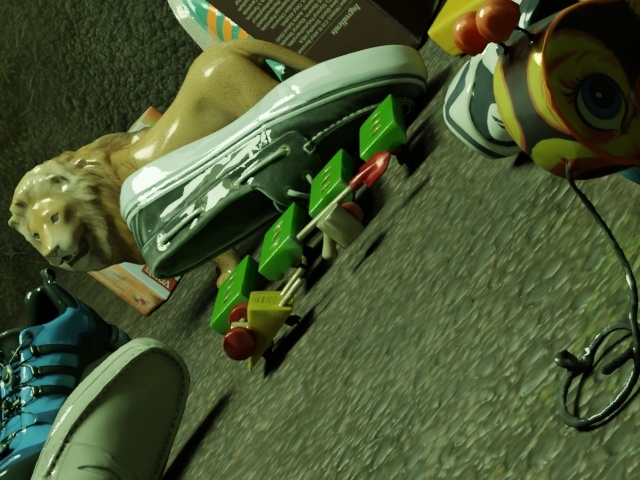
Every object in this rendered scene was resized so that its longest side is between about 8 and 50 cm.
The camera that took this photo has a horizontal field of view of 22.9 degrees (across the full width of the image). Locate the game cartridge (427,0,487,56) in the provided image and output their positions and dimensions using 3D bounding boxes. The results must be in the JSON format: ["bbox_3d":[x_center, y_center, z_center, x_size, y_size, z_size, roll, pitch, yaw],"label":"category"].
[{"bbox_3d":[0.247,-0.328,1.409,0.324,0.052,0.285,-59,14,-19],"label":"game cartridge"}]

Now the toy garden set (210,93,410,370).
[{"bbox_3d":[0.000,0.000,1.363,0.244,0.049,0.204,-48,11,14],"label":"toy garden set"}]

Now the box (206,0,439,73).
[{"bbox_3d":[-0.054,-0.337,1.735,0.143,0.381,0.191,-46,12,36],"label":"box"}]

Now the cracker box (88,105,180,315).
[{"bbox_3d":[-0.222,-0.039,2.031,0.067,0.155,0.232,-38,18,50],"label":"cracker box"}]

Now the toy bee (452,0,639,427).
[{"bbox_3d":[0.156,-0.089,0.764,0.195,0.162,0.298,-35,20,48],"label":"toy bee"}]

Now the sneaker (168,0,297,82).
[{"bbox_3d":[-0.077,-0.256,1.910,0.121,0.302,0.108,-43,-20,21],"label":"sneaker"}]

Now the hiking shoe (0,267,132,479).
[{"bbox_3d":[-0.303,0.162,1.638,0.113,0.132,0.304,-35,19,26],"label":"hiking shoe"}]

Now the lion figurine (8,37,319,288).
[{"bbox_3d":[-0.130,-0.097,1.656,0.392,0.240,0.142,-49,12,10],"label":"lion figurine"}]

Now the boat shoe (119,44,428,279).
[{"bbox_3d":[-0.034,-0.065,1.516,0.335,0.119,0.121,-29,-24,17],"label":"boat shoe"}]

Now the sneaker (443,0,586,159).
[{"bbox_3d":[0.180,-0.168,1.069,0.235,0.094,0.153,-55,14,-15],"label":"sneaker"}]

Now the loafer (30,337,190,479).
[{"bbox_3d":[-0.192,0.223,1.296,0.111,0.112,0.319,-16,45,62],"label":"loafer"}]
